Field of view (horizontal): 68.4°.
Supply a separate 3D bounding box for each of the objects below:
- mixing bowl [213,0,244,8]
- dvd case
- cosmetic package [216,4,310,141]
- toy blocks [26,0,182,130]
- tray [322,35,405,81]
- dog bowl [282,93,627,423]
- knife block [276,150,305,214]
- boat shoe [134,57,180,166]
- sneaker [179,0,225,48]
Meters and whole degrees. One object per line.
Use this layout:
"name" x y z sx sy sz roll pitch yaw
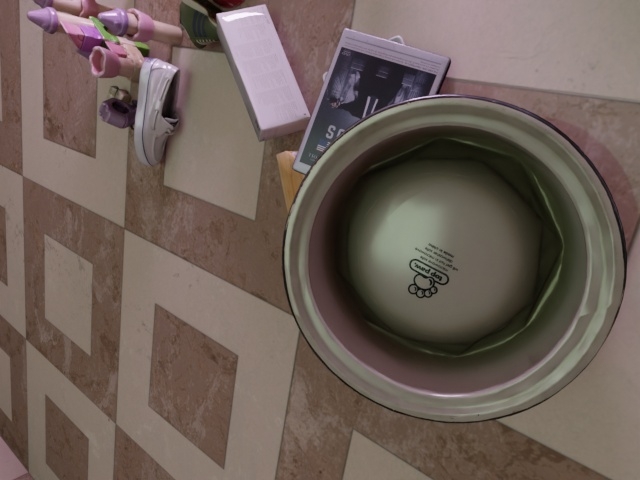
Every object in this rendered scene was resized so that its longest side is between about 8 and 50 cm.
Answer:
"mixing bowl" -0.209 -0.564 0.922 0.181 0.098 0.182 7 102 37
"dvd case" 0.075 -0.193 0.745 0.179 0.029 0.239 23 97 16
"cosmetic package" -0.109 -0.313 0.882 0.060 0.098 0.239 133 117 -74
"toy blocks" -0.536 -0.462 1.086 0.309 0.260 0.289 -47 70 33
"tray" 0.113 -0.177 0.765 0.145 0.030 0.271 -22 84 19
"dog bowl" 0.162 0.021 0.641 0.407 0.150 0.408 3 100 16
"knife block" 0.000 0.000 0.863 0.275 0.088 0.242 40 119 24
"boat shoe" -0.375 -0.285 1.102 0.084 0.095 0.258 18 124 5
"sneaker" -0.235 -0.441 0.990 0.192 0.064 0.086 45 130 23
